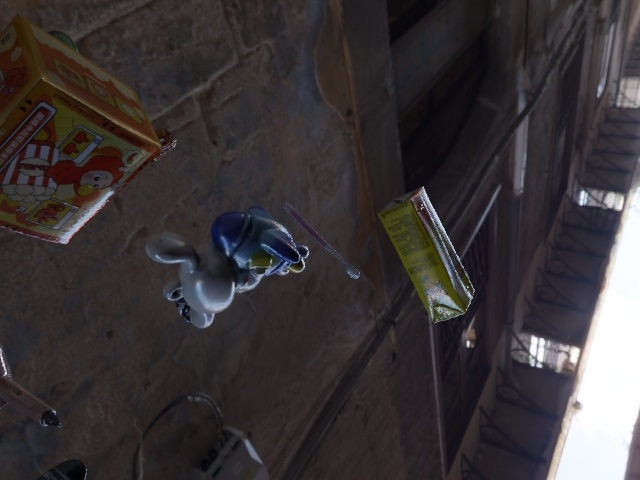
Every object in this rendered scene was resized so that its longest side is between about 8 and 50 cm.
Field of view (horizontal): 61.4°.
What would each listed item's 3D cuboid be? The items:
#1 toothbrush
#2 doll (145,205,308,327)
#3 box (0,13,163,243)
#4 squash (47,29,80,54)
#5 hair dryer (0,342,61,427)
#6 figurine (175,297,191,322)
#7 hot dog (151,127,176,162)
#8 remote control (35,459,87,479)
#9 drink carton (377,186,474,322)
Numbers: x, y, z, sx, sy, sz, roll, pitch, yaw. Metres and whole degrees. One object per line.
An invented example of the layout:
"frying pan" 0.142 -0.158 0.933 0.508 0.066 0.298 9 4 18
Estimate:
"toothbrush" 0.000 0.000 1.458 0.286 0.025 0.020 45 -127 10
"doll" -0.199 0.038 1.266 0.366 0.376 0.187 -27 -101 -15
"box" -0.491 -0.179 0.964 0.283 0.259 0.214 -41 -121 12
"squash" -0.694 -0.409 1.470 0.107 0.107 0.395 -13 -110 1
"hair dryer" -0.797 0.395 1.414 0.344 0.189 0.107 20 -146 22
"figurine" -0.390 0.178 1.691 0.145 0.222 0.145 3 -103 -13
"hot dog" -0.372 -0.208 1.201 0.144 0.062 0.038 -14 -138 39
"remote control" -0.635 0.586 1.173 0.090 0.066 0.266 36 -138 21
"drink carton" 0.303 0.040 1.524 0.111 0.351 0.154 -23 -172 31
